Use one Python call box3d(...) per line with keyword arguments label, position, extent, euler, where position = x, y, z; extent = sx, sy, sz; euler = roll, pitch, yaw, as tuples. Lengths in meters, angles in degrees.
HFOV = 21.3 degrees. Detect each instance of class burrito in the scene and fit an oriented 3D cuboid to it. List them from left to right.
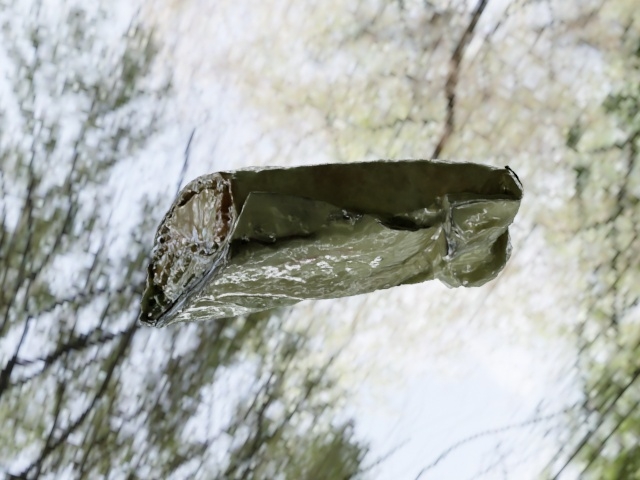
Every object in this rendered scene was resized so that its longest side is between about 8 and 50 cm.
box3d(label="burrito", position=(-0.004, -0.007, 1.394), extent=(0.347, 0.175, 0.107), euler=(-7, -123, 9))
